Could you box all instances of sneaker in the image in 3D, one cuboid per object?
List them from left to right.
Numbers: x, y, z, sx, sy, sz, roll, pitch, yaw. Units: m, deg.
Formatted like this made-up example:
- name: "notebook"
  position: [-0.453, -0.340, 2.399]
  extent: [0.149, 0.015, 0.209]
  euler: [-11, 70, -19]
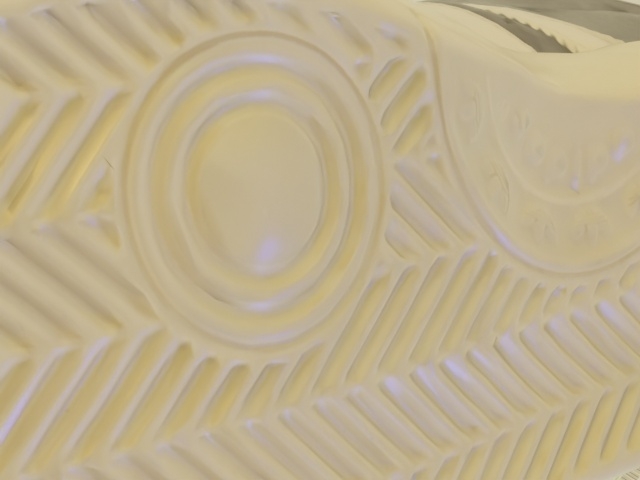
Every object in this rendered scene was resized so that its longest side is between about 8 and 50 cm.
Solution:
- name: "sneaker"
  position: [0.000, 0.000, 0.438]
  extent: [0.148, 0.350, 0.131]
  euler: [9, -83, 48]

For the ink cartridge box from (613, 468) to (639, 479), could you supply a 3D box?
- name: "ink cartridge box"
  position: [0.282, 0.152, 1.052]
  extent: [0.171, 0.235, 0.056]
  euler: [-55, -147, -4]
